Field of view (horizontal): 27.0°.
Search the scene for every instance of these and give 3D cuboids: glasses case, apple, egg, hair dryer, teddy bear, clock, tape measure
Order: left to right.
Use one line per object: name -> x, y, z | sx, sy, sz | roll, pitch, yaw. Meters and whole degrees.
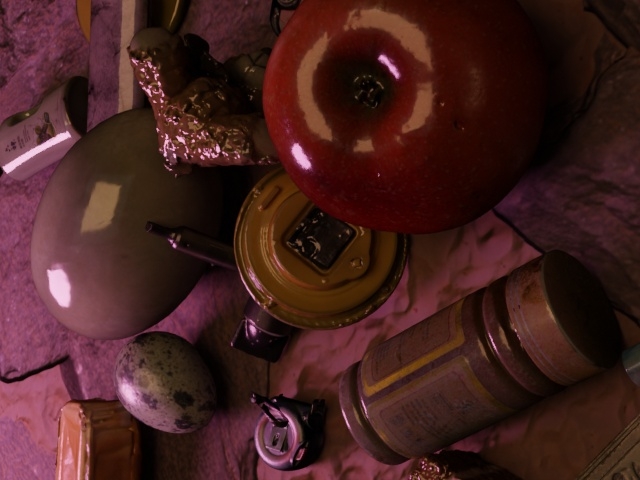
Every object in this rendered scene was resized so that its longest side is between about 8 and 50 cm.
glasses case -> -0.306, -0.230, 2.054 | 0.114, 0.060, 0.299 | 5, 96, 35
egg -> -0.277, -0.021, 1.911 | 0.258, 0.258, 0.352 | 44, 110, 32
egg -> -0.221, 0.206, 1.923 | 0.172, 0.132, 0.132 | 38, 109, 23
hair dryer -> -0.132, 0.045, 1.818 | 0.195, 0.248, 0.078 | -64, 15, 14
teddy bear -> -0.112, -0.181, 1.804 | 0.267, 0.256, 0.156 | 44, 132, 18
tape measure -> -0.066, 0.258, 1.779 | 0.104, 0.180, 0.107 | 8, 89, 22
clock -> 0.000, 0.000, 1.743 | 0.237, 0.057, 0.237 | 0, 83, 2
apple -> 0.099, -0.173, 1.596 | 0.348, 0.277, 0.348 | 3, 97, 23

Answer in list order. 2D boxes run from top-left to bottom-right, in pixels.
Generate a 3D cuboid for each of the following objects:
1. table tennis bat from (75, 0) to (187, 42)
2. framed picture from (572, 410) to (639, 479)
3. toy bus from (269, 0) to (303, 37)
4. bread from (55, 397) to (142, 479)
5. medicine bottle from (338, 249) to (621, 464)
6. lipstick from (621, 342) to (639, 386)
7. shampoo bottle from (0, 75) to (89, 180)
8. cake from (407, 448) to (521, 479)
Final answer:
table tennis bat -> -0.347, -0.419, 2.136 | 0.369, 0.054, 0.224 | 29, 105, 32
framed picture -> 0.393, 0.283, 1.512 | 0.231, 0.010, 0.173 | -52, 58, 22
toy bus -> 0.050, -0.386, 1.770 | 0.147, 0.127, 0.302 | 31, 104, 32
bread -> -0.333, 0.359, 2.002 | 0.136, 0.107, 0.241 | -6, 81, 58
medicine bottle -> 0.183, 0.148, 1.600 | 0.322, 0.151, 0.151 | -32, 67, 32
lipstick -> 0.415, 0.110, 1.489 | 0.158, 0.048, 0.048 | -33, 66, 31
shampoo bottle -> -0.457, -0.170, 2.169 | 0.234, 0.087, 0.118 | -24, 60, 34
cake -> 0.178, 0.338, 1.602 | 0.147, 0.135, 0.134 | 37, 107, 29
